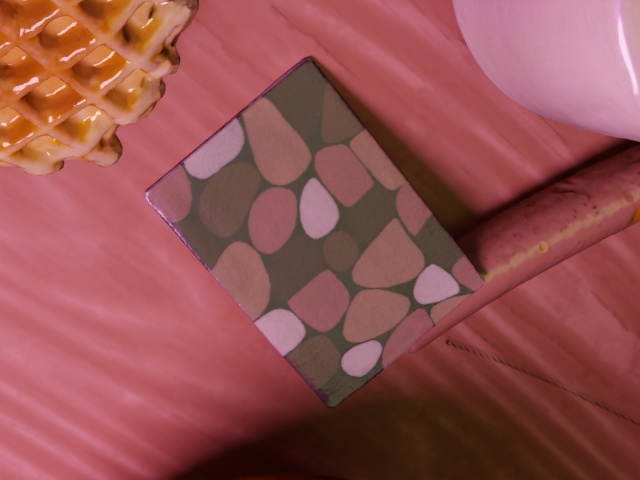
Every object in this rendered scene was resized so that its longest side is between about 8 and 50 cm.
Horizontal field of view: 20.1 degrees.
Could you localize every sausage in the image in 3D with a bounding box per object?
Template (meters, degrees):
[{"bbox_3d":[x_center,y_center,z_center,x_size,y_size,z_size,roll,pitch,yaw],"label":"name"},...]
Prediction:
[{"bbox_3d":[0.180,-0.006,1.431,0.301,0.066,0.066,-28,128,-11],"label":"sausage"}]

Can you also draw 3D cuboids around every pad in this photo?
[{"bbox_3d":[0.000,0.000,1.336,0.158,0.003,0.235,-40,114,-2],"label":"pad"}]

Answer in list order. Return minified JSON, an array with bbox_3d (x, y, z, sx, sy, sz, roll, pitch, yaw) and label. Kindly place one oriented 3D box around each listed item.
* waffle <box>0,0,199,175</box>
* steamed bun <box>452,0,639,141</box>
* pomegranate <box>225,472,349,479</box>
[{"bbox_3d":[-0.198,-0.121,1.106,0.250,0.056,0.261,-5,142,-18],"label":"waffle"},{"bbox_3d":[0.308,-0.257,1.158,0.456,0.371,0.290,-31,108,-9],"label":"steamed bun"},{"bbox_3d":[-0.036,0.381,1.342,0.416,0.416,0.416,-14,124,-22],"label":"pomegranate"}]
